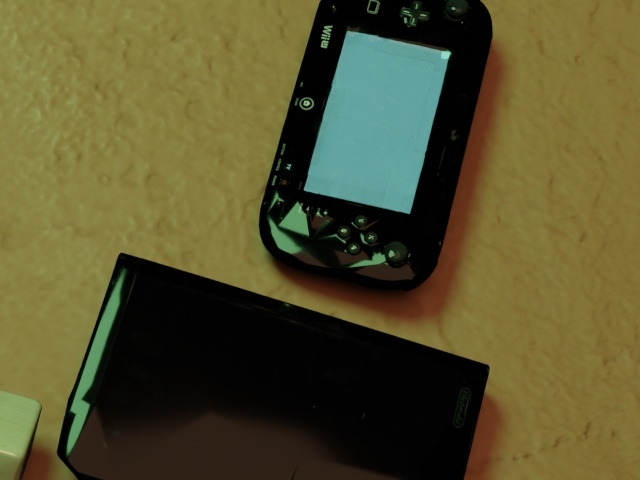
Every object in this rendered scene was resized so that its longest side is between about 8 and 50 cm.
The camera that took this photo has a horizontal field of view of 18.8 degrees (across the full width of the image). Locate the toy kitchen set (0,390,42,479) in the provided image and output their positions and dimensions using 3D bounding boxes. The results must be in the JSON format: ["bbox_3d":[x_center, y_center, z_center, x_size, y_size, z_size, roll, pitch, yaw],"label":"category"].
[{"bbox_3d":[-0.231,0.183,0.948,0.122,0.166,0.207,16,28,-4],"label":"toy kitchen set"}]

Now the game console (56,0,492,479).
[{"bbox_3d":[0.000,0.000,1.081,0.213,0.044,0.361,17,64,-3],"label":"game console"}]
